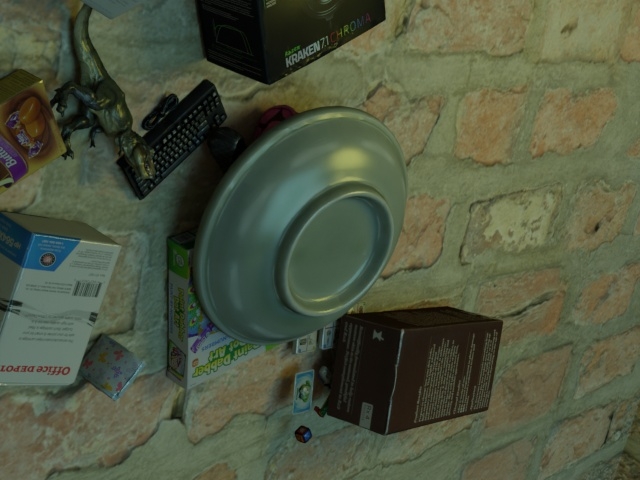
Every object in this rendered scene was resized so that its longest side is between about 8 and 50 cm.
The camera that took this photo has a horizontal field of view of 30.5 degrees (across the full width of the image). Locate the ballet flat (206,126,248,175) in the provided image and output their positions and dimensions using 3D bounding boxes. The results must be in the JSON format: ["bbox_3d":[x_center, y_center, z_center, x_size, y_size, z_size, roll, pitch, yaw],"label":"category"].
[{"bbox_3d":[-0.115,-0.111,1.713,0.057,0.049,0.173,-58,153,-8],"label":"ballet flat"}]

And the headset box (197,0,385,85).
[{"bbox_3d":[-0.043,-0.395,1.567,0.246,0.131,0.283,-34,134,-34],"label":"headset box"}]

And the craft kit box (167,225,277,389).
[{"bbox_3d":[-0.128,0.076,1.818,0.250,0.061,0.247,-24,131,-40],"label":"craft kit box"}]

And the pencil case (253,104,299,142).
[{"bbox_3d":[-0.022,-0.123,1.794,0.098,0.095,0.209,-57,141,-2],"label":"pencil case"}]

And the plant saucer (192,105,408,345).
[{"bbox_3d":[0.000,0.000,1.755,0.400,0.100,0.400,-23,130,-30],"label":"plant saucer"}]

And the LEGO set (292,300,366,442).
[{"bbox_3d":[-0.001,0.230,2.084,0.182,0.060,0.244,-6,104,-49],"label":"LEGO set"}]

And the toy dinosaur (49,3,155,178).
[{"bbox_3d":[-0.288,-0.172,1.471,0.118,0.064,0.268,-45,138,-33],"label":"toy dinosaur"}]

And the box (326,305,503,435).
[{"bbox_3d":[0.183,0.233,2.174,0.381,0.143,0.191,2,99,-56],"label":"box"}]

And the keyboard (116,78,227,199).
[{"bbox_3d":[-0.204,-0.146,1.616,0.180,0.023,0.108,-47,140,-22],"label":"keyboard"}]

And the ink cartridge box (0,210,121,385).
[{"bbox_3d":[-0.363,0.077,1.505,0.148,0.086,0.203,10,104,-52],"label":"ink cartridge box"}]

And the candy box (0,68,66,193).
[{"bbox_3d":[-0.398,-0.108,1.380,0.186,0.053,0.109,-38,137,-28],"label":"candy box"}]

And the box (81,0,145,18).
[{"bbox_3d":[-0.221,-0.348,1.337,0.130,0.170,0.091,28,47,-54],"label":"box"}]

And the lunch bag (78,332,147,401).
[{"bbox_3d":[-0.292,0.183,1.657,0.071,0.083,0.053,-54,142,-13],"label":"lunch bag"}]
